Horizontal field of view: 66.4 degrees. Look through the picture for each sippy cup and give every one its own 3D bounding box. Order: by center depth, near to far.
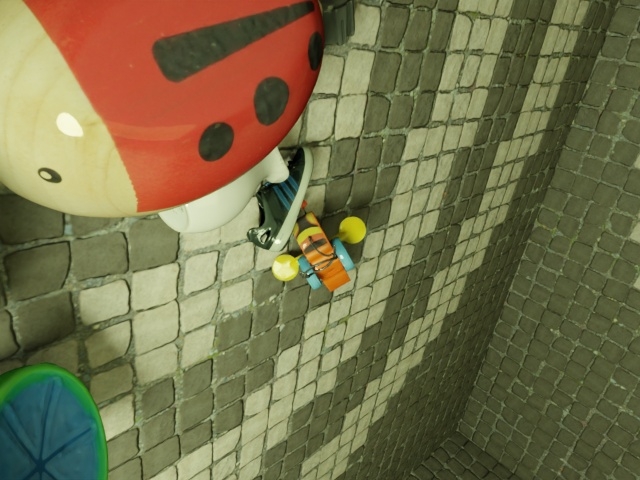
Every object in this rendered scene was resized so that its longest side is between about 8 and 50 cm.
[{"bbox_3d":[-0.413,0.285,0.572,0.223,0.240,0.306,-15,147,3],"label":"sippy cup"}]

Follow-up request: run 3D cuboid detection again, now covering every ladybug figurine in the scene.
[{"bbox_3d":[-0.154,-0.201,0.546,0.449,0.161,0.305,-39,115,-26],"label":"ladybug figurine"}]

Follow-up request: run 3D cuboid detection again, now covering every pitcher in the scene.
[{"bbox_3d":[-0.150,-0.120,0.717,0.207,0.125,0.178,-41,130,-39],"label":"pitcher"}]

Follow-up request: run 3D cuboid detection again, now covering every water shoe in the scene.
[{"bbox_3d":[-0.071,-0.083,0.859,0.080,0.073,0.203,19,76,-13],"label":"water shoe"}]

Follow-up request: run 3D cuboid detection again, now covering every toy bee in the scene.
[{"bbox_3d":[0.000,0.000,0.955,0.195,0.162,0.298,-23,164,-19],"label":"toy bee"}]

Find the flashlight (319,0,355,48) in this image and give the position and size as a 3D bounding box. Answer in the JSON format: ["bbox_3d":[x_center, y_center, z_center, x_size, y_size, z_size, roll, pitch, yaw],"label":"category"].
[{"bbox_3d":[-0.006,-0.427,0.677,0.103,0.103,0.304,-17,133,-9],"label":"flashlight"}]
